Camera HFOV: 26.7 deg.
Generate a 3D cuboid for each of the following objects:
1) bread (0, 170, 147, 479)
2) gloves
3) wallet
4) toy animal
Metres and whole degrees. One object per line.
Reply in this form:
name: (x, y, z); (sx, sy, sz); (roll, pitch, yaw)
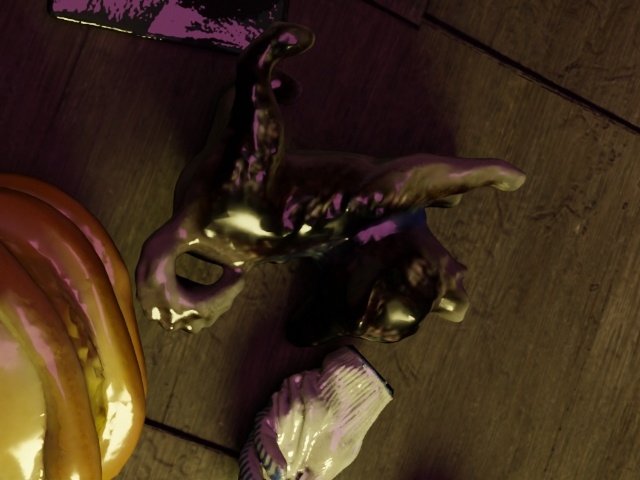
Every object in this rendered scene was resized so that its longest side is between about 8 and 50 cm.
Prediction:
bread: (-0.257, 0.091, 1.172); (0.211, 0.270, 0.315); (-22, 100, -8)
gloves: (-0.019, 0.208, 1.375); (0.229, 0.097, 0.119); (-49, 112, -21)
wallet: (-0.144, -0.257, 1.339); (0.244, 0.025, 0.124); (8, 89, -24)
toy animal: (0.000, 0.000, 1.327); (0.344, 0.194, 0.302); (30, 75, -18)
